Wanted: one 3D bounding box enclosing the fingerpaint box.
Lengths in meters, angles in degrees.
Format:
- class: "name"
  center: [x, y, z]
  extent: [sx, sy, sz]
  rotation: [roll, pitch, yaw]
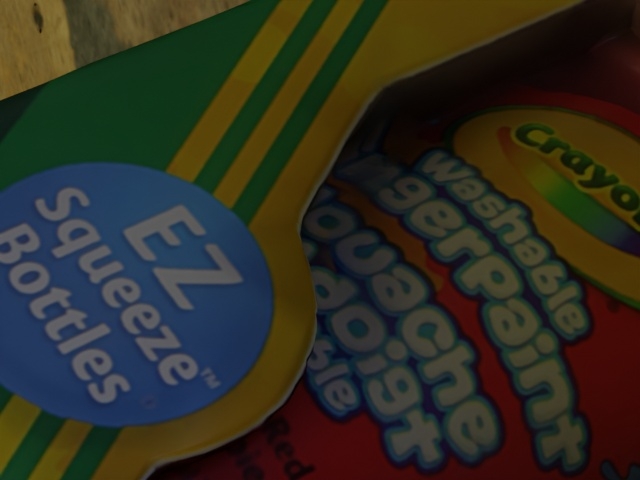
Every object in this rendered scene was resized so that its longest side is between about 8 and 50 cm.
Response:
- class: "fingerpaint box"
  center: [0.110, 0.138, 0.443]
  extent: [0.445, 0.371, 0.163]
  rotation: [54, 149, 21]
